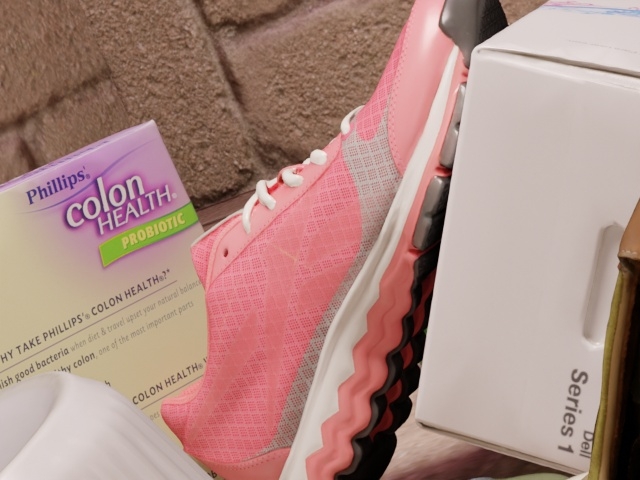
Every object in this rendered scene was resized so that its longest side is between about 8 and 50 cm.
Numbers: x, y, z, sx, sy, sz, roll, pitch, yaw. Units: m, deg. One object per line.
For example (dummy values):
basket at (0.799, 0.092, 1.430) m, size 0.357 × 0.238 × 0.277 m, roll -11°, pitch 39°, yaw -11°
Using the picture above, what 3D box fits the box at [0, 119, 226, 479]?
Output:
box at (-0.154, 0.088, 1.118) m, size 0.213 × 0.243 × 0.117 m, roll -28°, pitch 8°, yaw -34°

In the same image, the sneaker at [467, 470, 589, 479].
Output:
sneaker at (0.045, 0.141, 0.789) m, size 0.086 × 0.064 × 0.192 m, roll -9°, pitch 7°, yaw 41°

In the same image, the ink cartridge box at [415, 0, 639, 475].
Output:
ink cartridge box at (0.156, -0.022, 1.031) m, size 0.117 × 0.201 × 0.278 m, roll 14°, pitch 20°, yaw 18°

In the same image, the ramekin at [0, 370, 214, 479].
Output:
ramekin at (-0.143, 0.163, 0.749) m, size 0.273 × 0.127 × 0.273 m, roll -35°, pitch 11°, yaw 8°

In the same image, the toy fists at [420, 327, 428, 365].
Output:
toy fists at (0.157, 0.014, 1.320) m, size 0.142 × 0.096 × 0.279 m, roll -3°, pitch 17°, yaw 43°

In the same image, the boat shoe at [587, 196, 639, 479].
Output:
boat shoe at (0.169, 0.000, 0.706) m, size 0.110 × 0.307 × 0.104 m, roll 28°, pitch 37°, yaw 33°

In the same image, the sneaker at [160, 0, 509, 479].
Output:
sneaker at (0.000, 0.000, 1.024) m, size 0.136 × 0.314 × 0.116 m, roll 23°, pitch 17°, yaw 14°
